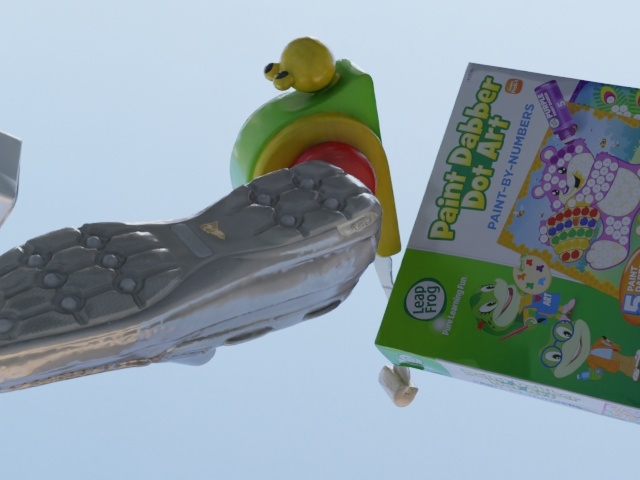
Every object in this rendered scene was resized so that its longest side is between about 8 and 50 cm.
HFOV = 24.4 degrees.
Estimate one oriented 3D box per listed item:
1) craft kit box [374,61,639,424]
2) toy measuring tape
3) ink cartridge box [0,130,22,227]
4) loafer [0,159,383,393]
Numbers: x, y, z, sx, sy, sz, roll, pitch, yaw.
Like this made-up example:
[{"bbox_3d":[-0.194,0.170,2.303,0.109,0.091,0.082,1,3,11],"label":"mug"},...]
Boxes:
[{"bbox_3d":[0.194,-0.001,1.126,0.247,0.061,0.250,11,-107,27],"label":"craft kit box"},{"bbox_3d":[0.000,0.000,1.147,0.121,0.330,0.121,-8,-151,4],"label":"toy measuring tape"},{"bbox_3d":[-0.336,-0.048,1.145,0.175,0.127,0.072,23,-141,-25],"label":"ink cartridge box"},{"bbox_3d":[-0.098,0.041,0.971,0.319,0.111,0.112,-16,-137,-27],"label":"loafer"}]
